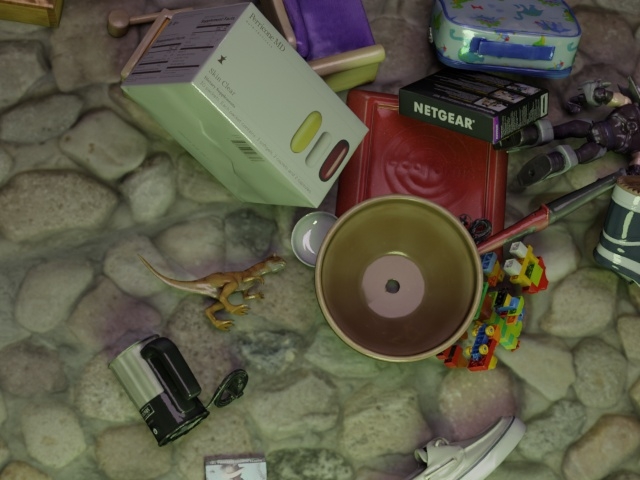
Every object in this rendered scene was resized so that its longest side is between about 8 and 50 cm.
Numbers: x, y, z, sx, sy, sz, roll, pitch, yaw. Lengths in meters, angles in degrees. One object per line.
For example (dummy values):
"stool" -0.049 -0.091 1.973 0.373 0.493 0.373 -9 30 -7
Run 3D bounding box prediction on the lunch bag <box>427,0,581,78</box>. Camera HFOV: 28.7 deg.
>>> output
"lunch bag" 0.276 -0.317 1.903 0.219 0.090 0.176 4 32 -8

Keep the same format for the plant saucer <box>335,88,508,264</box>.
"plant saucer" 0.159 -0.104 1.885 0.258 0.048 0.259 7 71 -4

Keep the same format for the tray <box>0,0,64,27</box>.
"tray" -0.472 -0.543 1.939 0.203 0.076 0.411 8 73 -3

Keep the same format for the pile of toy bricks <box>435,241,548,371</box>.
"pile of toy bricks" 0.258 0.117 1.811 0.105 0.118 0.212 42 56 -28

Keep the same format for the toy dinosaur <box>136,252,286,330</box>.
"toy dinosaur" -0.151 0.069 1.799 0.211 0.064 0.112 -7 55 -18

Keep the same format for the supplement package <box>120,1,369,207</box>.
"supplement package" -0.104 -0.184 1.740 0.262 0.204 0.145 44 69 -31

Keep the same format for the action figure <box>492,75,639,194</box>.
"action figure" 0.409 -0.155 1.896 0.285 0.099 0.185 -12 71 -28

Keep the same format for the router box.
"router box" 0.223 -0.203 1.833 0.179 0.046 0.133 23 38 39

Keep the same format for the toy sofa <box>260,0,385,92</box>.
"toy sofa" -0.025 -0.408 1.892 0.150 0.177 0.362 -14 74 -10

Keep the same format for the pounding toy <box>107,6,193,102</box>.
"pounding toy" -0.232 -0.295 1.876 0.206 0.094 0.181 29 72 3

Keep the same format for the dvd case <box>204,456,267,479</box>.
"dvd case" -0.115 0.361 1.727 0.087 0.013 0.119 -1 72 -7

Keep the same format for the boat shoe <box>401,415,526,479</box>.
"boat shoe" 0.166 0.318 1.734 0.267 0.096 0.088 -39 85 -7

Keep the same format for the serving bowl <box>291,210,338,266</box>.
"serving bowl" 0.000 0.000 1.839 0.083 0.027 0.083 -1 82 10

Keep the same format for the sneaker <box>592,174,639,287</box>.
"sneaker" 0.521 -0.010 1.871 0.282 0.099 0.153 2 114 -35

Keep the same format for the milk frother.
"milk frother" -0.193 0.189 1.740 0.135 0.129 0.143 56 32 11

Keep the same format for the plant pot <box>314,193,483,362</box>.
"plant pot" 0.107 0.060 1.787 0.237 0.110 0.237 1 79 -3

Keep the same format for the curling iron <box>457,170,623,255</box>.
"curling iron" 0.313 -0.044 1.815 0.274 0.035 0.068 -22 72 -1
